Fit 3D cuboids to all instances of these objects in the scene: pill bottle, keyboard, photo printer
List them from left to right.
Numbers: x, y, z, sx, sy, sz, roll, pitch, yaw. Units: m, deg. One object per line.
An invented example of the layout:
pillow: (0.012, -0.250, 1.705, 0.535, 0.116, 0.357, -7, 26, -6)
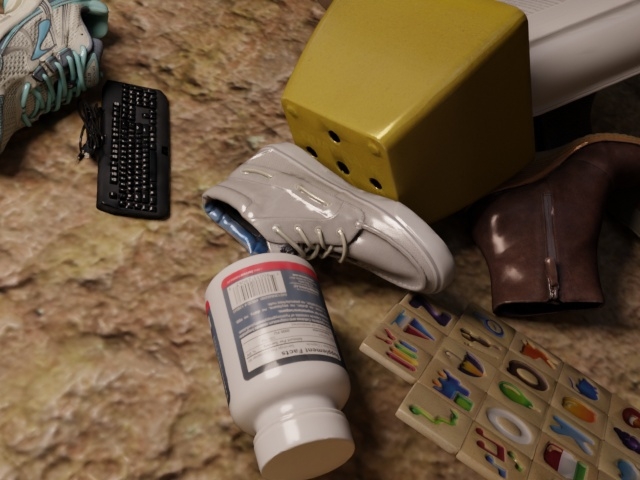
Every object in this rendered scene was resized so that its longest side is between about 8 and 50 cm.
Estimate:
keyboard: (-0.209, -0.108, 0.962, 0.100, 0.038, 0.192, 4, 49, -17)
pill bottle: (-0.033, 0.111, 0.791, 0.108, 0.108, 0.180, -2, 53, -22)
photo printer: (0.272, -0.249, 1.113, 0.307, 0.107, 0.256, -23, 27, -11)

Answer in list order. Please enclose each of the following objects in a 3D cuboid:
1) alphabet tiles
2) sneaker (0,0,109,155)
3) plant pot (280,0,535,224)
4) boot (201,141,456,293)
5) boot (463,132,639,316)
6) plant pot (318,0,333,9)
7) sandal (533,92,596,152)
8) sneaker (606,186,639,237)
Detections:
alphabet tiles: (0.203, 0.163, 0.823, 0.342, 0.011, 0.285, 34, 23, 10)
sneaker: (-0.293, -0.190, 0.955, 0.122, 0.110, 0.283, 16, 48, -12)
plant pot: (0.082, -0.134, 0.963, 0.212, 0.212, 0.187, 30, 65, 34)
boot: (0.000, 0.000, 0.909, 0.258, 0.095, 0.123, 32, 53, 29)
boot: (0.290, -0.013, 1.022, 0.248, 0.090, 0.207, -5, 59, -4)
plant pot: (0.088, -0.417, 1.204, 0.263, 0.229, 0.263, 10, 49, -12)
sandal: (0.316, -0.164, 1.202, 0.097, 0.054, 0.255, 11, 57, -2)
sneaker: (0.431, -0.036, 1.124, 0.118, 0.083, 0.222, 17, 36, -33)
